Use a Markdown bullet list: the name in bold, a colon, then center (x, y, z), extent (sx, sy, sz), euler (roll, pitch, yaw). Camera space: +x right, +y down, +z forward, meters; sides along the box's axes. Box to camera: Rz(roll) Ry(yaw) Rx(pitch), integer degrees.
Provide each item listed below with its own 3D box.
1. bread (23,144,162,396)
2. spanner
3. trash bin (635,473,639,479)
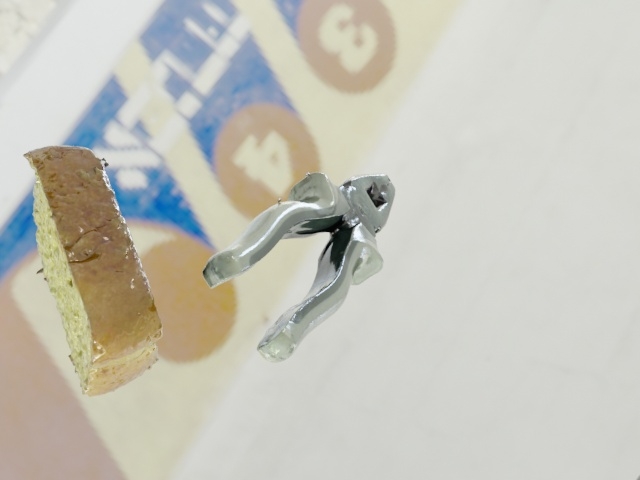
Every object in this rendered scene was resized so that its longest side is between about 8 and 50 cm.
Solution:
- **bread**: center (-0.165, 0.020, 1.110), extent (0.065, 0.103, 0.187), euler (-17, -126, -18)
- **spanner**: center (0.000, 0.000, 1.170), extent (0.040, 0.095, 0.325), euler (-33, -176, 26)
- **trash bin**: center (0.318, 0.306, 1.146), extent (0.290, 0.182, 0.209), euler (47, -58, 33)
